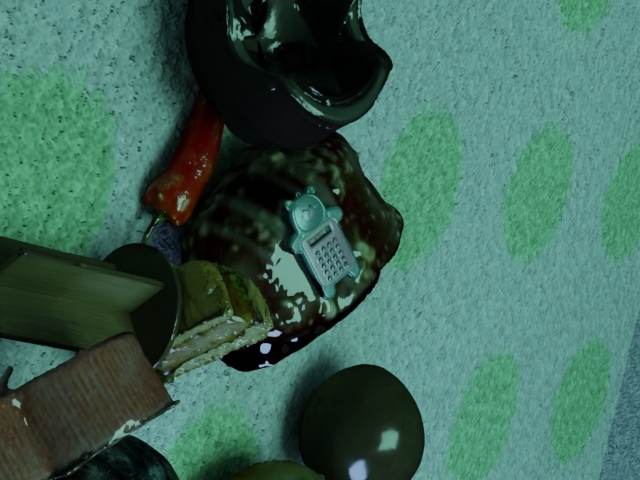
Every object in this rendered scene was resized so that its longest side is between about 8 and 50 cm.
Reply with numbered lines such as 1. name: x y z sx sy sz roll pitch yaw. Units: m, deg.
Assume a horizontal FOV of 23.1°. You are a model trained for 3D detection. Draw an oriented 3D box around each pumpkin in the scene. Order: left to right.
1. pumpkin: -0.269 0.346 1.902 0.233 0.163 0.233 -51 153 -39

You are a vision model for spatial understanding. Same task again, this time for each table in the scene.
1. table: -0.293 0.065 1.765 0.227 0.167 0.167 17 90 -49

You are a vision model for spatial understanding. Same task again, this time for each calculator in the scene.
1. calculator: 0.000 0.000 1.926 0.094 0.019 0.141 -39 113 -29

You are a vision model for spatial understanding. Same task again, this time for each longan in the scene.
1. longan: 0.063 0.297 2.369 0.196 0.196 0.220 -48 146 -35

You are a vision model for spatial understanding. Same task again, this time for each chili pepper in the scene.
1. chili pepper: -0.165 -0.098 1.961 0.071 0.063 0.272 59 51 -65

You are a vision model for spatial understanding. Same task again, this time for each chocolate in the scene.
1. chocolate: -0.054 -0.015 2.028 0.340 0.225 0.210 -47 126 -34

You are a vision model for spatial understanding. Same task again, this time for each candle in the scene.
1. candle: -0.325 0.206 1.664 0.317 0.287 0.131 -29 87 -23

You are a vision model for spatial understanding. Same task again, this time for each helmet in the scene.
1. helmet: -0.063 -0.244 1.918 0.225 0.177 0.305 -12 70 -39

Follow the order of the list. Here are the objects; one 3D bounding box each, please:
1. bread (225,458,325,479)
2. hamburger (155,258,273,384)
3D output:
1. bread: -0.082 0.404 2.211 0.314 0.171 0.192 -4 105 -57
2. hamburger: -0.177 0.100 1.895 0.124 0.262 0.131 17 53 -48
